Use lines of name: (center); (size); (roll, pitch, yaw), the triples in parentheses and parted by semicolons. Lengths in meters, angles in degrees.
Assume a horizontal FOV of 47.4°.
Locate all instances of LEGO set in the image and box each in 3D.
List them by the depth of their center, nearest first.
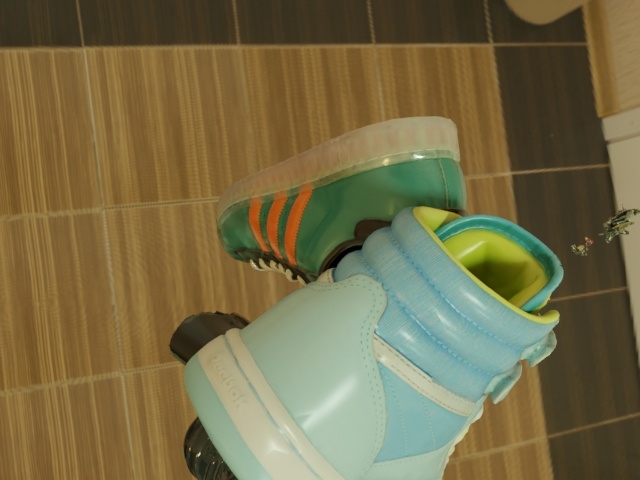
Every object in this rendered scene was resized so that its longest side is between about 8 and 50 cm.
LEGO set: (0.293, -0.013, 0.746); (0.083, 0.054, 0.023); (-26, 65, 15)

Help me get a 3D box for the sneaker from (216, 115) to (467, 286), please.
sneaker: (0.000, 0.000, 0.599); (0.108, 0.302, 0.121); (-1, 80, -32)

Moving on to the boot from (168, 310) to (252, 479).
boot: (-0.104, 0.160, 0.794); (0.246, 0.207, 0.094); (1, 113, -53)

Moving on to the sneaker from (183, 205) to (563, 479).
sneaker: (0.076, 0.100, 0.474); (0.208, 0.319, 0.127); (-39, 56, 0)
